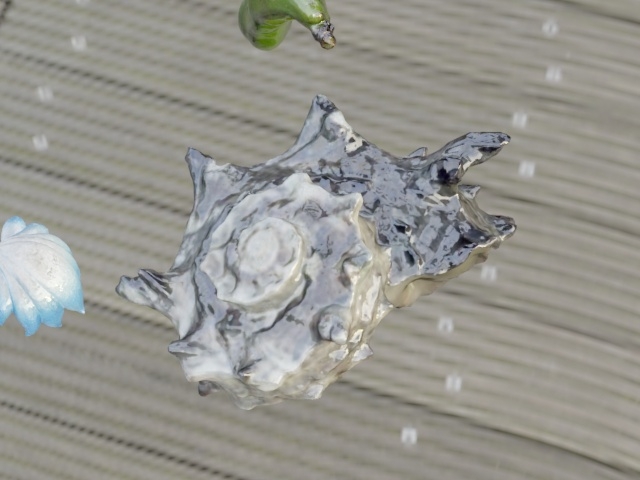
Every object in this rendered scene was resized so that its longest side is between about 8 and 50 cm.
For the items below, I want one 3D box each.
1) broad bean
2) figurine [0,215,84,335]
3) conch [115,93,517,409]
[{"bbox_3d":[-0.032,-0.169,1.362,0.046,0.195,0.061,-26,104,-11],"label":"broad bean"},{"bbox_3d":[-0.262,0.038,1.722,0.114,0.079,0.114,23,52,-32],"label":"figurine"},{"bbox_3d":[0.005,0.012,1.404,0.313,0.186,0.240,-17,28,-10],"label":"conch"}]
